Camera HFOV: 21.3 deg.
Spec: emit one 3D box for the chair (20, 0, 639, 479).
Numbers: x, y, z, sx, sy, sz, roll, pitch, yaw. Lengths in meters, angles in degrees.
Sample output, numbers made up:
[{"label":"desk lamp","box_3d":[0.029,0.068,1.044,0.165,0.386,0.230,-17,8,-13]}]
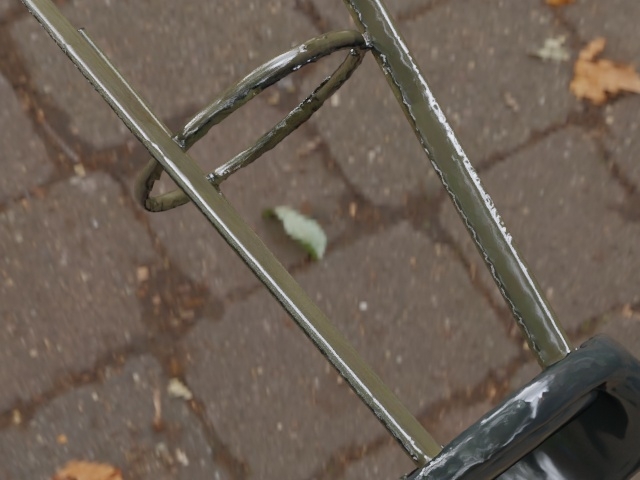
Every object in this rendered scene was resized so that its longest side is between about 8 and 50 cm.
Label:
[{"label":"chair","box_3d":[0.001,0.000,0.483,0.221,0.104,0.095,52,32,4]}]
